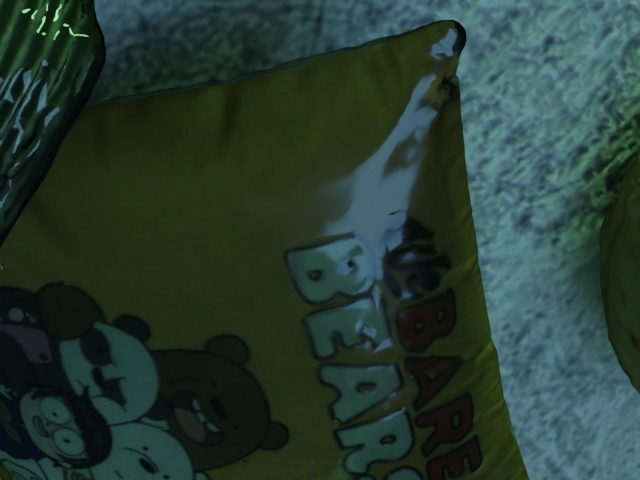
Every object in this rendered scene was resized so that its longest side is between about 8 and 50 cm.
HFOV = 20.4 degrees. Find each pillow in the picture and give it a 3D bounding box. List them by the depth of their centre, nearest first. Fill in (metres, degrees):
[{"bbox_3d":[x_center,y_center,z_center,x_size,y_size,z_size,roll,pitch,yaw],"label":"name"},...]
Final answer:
[{"bbox_3d":[-0.054,0.051,0.901,0.312,0.119,0.310,-7,117,13],"label":"pillow"}]

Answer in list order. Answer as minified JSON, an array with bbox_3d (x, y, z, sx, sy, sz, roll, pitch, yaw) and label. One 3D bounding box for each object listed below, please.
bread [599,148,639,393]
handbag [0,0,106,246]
[{"bbox_3d":[0.269,0.008,1.072,0.244,0.134,0.244,-10,121,-17],"label":"bread"},{"bbox_3d":[-0.258,-0.042,0.713,0.240,0.247,0.340,25,112,-21],"label":"handbag"}]
